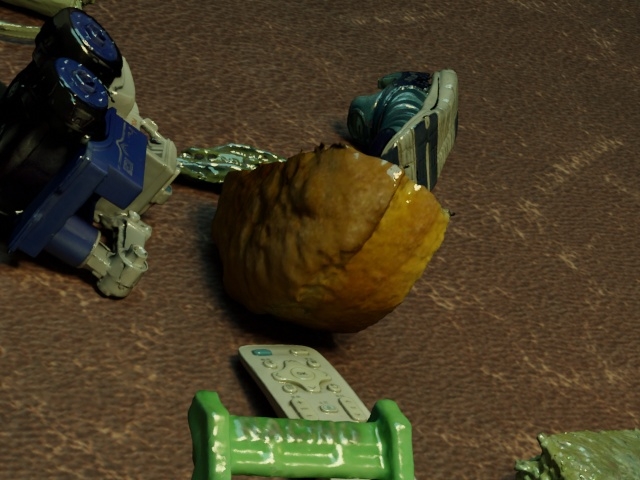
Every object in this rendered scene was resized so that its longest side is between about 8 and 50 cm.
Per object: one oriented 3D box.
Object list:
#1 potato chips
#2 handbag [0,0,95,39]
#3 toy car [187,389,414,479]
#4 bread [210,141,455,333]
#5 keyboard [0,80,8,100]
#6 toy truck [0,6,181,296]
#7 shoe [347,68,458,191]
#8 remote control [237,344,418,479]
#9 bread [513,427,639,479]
[{"bbox_3d":[-0.067,-0.060,1.595,0.207,0.028,0.092,16,29,-17],"label":"potato chips"},{"bbox_3d":[-0.350,-0.286,1.724,0.256,0.079,0.219,17,41,-12],"label":"handbag"},{"bbox_3d":[0.012,0.265,0.961,0.213,0.176,0.358,8,33,-25],"label":"toy car"},{"bbox_3d":[-0.006,0.008,1.410,0.129,0.134,0.260,28,-13,-24],"label":"bread"},{"bbox_3d":[-0.375,-0.175,1.568,0.231,0.023,0.072,39,39,26],"label":"keyboard"},{"bbox_3d":[-0.197,-0.068,1.412,0.177,0.161,0.213,35,24,-21],"label":"toy truck"},{"bbox_3d":[0.078,-0.111,1.742,0.106,0.091,0.207,5,31,13],"label":"shoe"},{"bbox_3d":[0.005,0.147,1.291,0.073,0.044,0.229,-1,29,-28],"label":"remote control"},{"bbox_3d":[0.234,0.206,1.336,0.172,0.064,0.232,30,28,7],"label":"bread"}]
